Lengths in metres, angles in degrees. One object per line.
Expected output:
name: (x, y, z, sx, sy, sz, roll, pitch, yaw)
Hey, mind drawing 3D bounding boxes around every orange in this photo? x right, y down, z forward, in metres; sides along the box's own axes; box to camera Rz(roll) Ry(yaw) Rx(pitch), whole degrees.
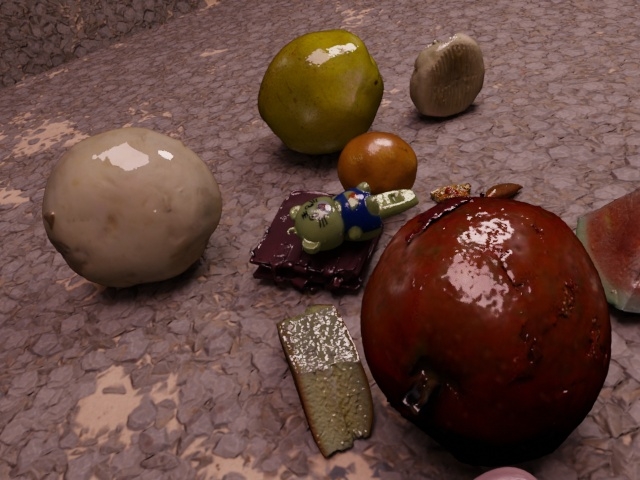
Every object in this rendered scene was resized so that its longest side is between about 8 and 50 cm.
orange: (0.111, -0.133, 1.048, 0.159, 0.159, 0.136, -3, 65, 13)

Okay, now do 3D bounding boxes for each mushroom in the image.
mushroom: (-0.350, -0.076, 1.045, 0.315, 0.314, 0.336, -18, 18, -6)

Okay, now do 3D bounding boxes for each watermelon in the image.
watermelon: (0.486, -0.005, 0.794, 0.136, 0.202, 0.207, 14, 30, -31)

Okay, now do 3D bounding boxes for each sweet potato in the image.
sweet potato: (0.343, -0.091, 1.023, 0.095, 0.034, 0.034, -18, 38, -22)

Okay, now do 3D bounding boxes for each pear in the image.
pear: (-0.001, -0.331, 1.233, 0.295, 0.294, 0.294, -8, 39, 7)

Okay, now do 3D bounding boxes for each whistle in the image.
whistle: (0.054, -0.043, 0.895, 0.228, 0.085, 0.105, -17, 50, -7)

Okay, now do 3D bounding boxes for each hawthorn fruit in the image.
hawthorn fruit: (0.194, 0.103, 0.640, 0.316, 0.315, 0.315, -8, 39, 7)

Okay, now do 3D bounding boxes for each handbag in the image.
handbag: (0.001, 0.002, 0.978, 0.203, 0.073, 0.216, 5, 44, 21)

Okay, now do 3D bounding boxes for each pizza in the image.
pizza: (0.260, -0.088, 1.048, 0.083, 0.025, 0.078, -11, 36, 2)

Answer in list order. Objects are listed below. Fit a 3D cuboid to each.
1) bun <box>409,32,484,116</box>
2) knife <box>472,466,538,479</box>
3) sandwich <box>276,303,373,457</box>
bun: (0.292, -0.400, 1.284, 0.179, 0.193, 0.127, -16, 39, -9)
knife: (0.054, 0.300, 0.475, 0.336, 0.043, 0.081, -22, 47, -7)
sandwich: (-0.002, 0.166, 0.767, 0.094, 0.096, 0.258, -16, 41, -12)
